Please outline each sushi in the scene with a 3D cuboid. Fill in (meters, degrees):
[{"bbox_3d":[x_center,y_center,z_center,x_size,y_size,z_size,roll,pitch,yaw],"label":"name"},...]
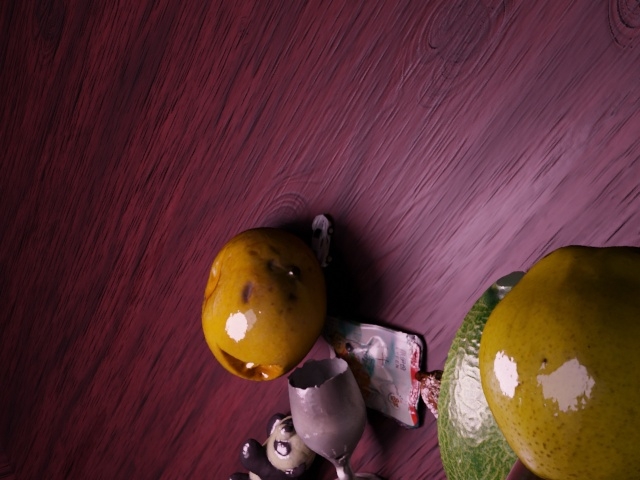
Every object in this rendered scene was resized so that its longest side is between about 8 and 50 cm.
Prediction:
[{"bbox_3d":[0.196,0.240,1.290,0.120,0.052,0.055,53,148,30],"label":"sushi"}]

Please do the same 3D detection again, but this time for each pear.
[{"bbox_3d":[0.322,0.149,0.955,0.294,0.294,0.294,14,109,46],"label":"pear"}]

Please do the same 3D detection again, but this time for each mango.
[{"bbox_3d":[-0.105,0.101,1.473,0.365,0.182,0.253,-158,87,-74],"label":"mango"}]

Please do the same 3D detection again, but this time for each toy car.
[{"bbox_3d":[0.000,0.000,1.474,0.041,0.025,0.093,17,112,44],"label":"toy car"}]

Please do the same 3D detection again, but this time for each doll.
[{"bbox_3d":[-0.078,0.414,1.585,0.135,0.143,0.234,28,120,14],"label":"doll"}]

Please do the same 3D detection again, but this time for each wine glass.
[{"bbox_3d":[0.024,0.321,1.414,0.126,0.126,0.241,0,110,49],"label":"wine glass"}]

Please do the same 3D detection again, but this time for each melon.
[{"bbox_3d":[0.253,0.210,1.163,0.196,0.124,0.323,1,101,41],"label":"melon"}]

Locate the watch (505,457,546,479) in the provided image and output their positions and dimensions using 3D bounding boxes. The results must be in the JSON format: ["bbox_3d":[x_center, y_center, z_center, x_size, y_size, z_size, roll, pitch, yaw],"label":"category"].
[{"bbox_3d":[0.294,0.389,0.964,0.241,0.253,0.162,21,119,22],"label":"watch"}]

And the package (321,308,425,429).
[{"bbox_3d":[0.075,0.211,1.428,0.232,0.040,0.166,16,111,44],"label":"package"}]
